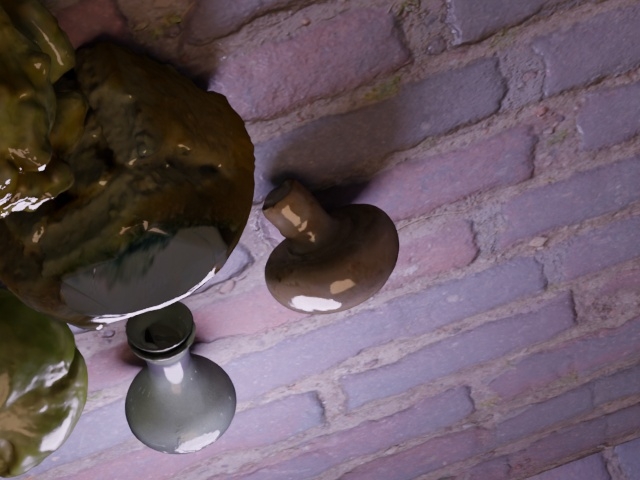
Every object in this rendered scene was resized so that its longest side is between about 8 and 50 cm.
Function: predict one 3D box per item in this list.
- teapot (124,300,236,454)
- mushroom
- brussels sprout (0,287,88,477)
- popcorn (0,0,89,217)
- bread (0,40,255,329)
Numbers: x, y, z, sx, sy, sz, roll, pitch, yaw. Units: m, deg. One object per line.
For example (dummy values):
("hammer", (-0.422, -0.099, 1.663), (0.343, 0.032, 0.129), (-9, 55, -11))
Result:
("teapot", (-0.232, 0.212, 2.276), (0.183, 0.183, 0.251), (-15, 136, -8))
("mushroom", (0.003, 0.008, 2.109), (0.206, 0.209, 0.206), (-38, 173, -5))
("brussels sprout", (-0.474, 0.210, 2.053), (0.316, 0.243, 0.273), (-40, 147, 14))
("popcorn", (-0.410, -0.148, 1.528), (0.274, 0.279, 0.335), (7, 171, 41))
("bread", (-0.280, -0.025, 1.804), (0.395, 0.264, 0.239), (-37, 148, 23))
